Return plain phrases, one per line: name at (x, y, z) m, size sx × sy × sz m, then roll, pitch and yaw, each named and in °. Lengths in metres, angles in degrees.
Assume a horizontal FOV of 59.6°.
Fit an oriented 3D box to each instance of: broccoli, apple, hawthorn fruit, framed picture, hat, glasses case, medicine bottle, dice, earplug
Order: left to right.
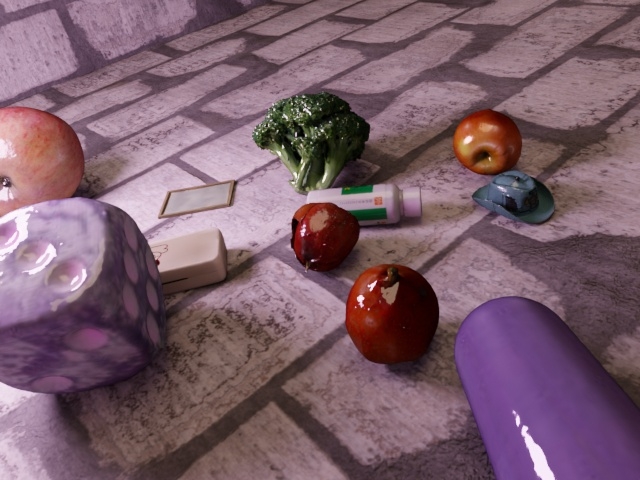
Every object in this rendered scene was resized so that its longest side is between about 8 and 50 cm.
apple at (-0.854, -0.205, 1.587) m, size 0.345 × 0.345 × 0.269 m, roll -12°, pitch 54°, yaw 2°
dice at (-0.453, 0.105, 1.019) m, size 0.271 × 0.270 × 0.270 m, roll -14°, pitch 54°, yaw -1°
glasses case at (-0.369, 0.062, 1.264) m, size 0.313 × 0.070 × 0.131 m, roll -13°, pitch 36°, yaw 1°
framed picture at (-0.341, -0.116, 1.550) m, size 0.201 × 0.010 × 0.136 m, roll -9°, pitch 35°, yaw 5°
broccoli at (-0.021, -0.248, 1.437) m, size 0.308 × 0.308 × 0.275 m, roll 6°, pitch 78°, yaw 25°
hawthorn fruit at (0.000, 0.000, 1.180) m, size 0.148 × 0.148 × 0.172 m, roll 7°, pitch 59°, yaw 26°
medicine bottle at (0.102, -0.080, 1.286) m, size 0.260 × 0.095 × 0.095 m, roll -2°, pitch 37°, yaw 14°
hawthorn fruit at (0.119, 0.113, 0.940) m, size 0.169 × 0.188 × 0.169 m, roll -4°, pitch 32°, yaw 3°
apple at (0.403, -0.238, 1.350) m, size 0.163 × 0.163 × 0.139 m, roll 3°, pitch 47°, yaw 22°
hat at (0.426, -0.111, 1.236) m, size 0.138 × 0.078 × 0.191 m, roll -27°, pitch 38°, yaw -21°
earplug at (0.299, 0.242, 0.704) m, size 0.215 × 0.215 × 0.456 m, roll -13°, pitch 32°, yaw 0°
